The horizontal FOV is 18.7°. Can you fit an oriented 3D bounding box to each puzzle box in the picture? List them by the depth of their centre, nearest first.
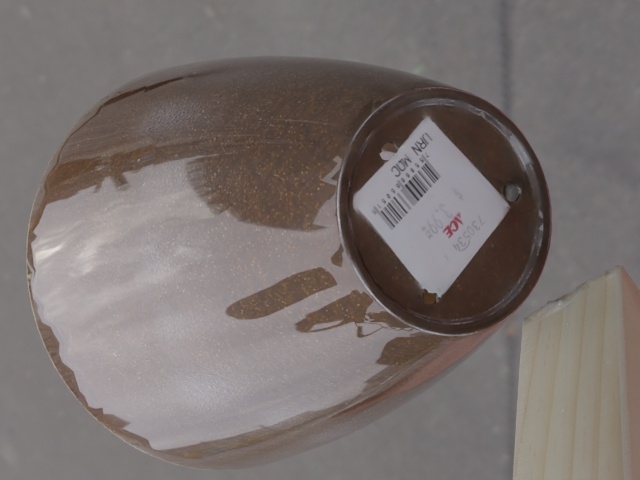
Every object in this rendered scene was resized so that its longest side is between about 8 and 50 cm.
[{"bbox_3d":[0.199,0.231,0.733,0.052,0.272,0.409,-30,105,17],"label":"puzzle box"}]

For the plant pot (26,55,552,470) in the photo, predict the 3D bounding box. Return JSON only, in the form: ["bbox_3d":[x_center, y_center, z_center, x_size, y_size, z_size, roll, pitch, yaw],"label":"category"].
[{"bbox_3d":[0.000,0.000,0.919,0.215,0.215,0.230,56,154,-10],"label":"plant pot"}]
